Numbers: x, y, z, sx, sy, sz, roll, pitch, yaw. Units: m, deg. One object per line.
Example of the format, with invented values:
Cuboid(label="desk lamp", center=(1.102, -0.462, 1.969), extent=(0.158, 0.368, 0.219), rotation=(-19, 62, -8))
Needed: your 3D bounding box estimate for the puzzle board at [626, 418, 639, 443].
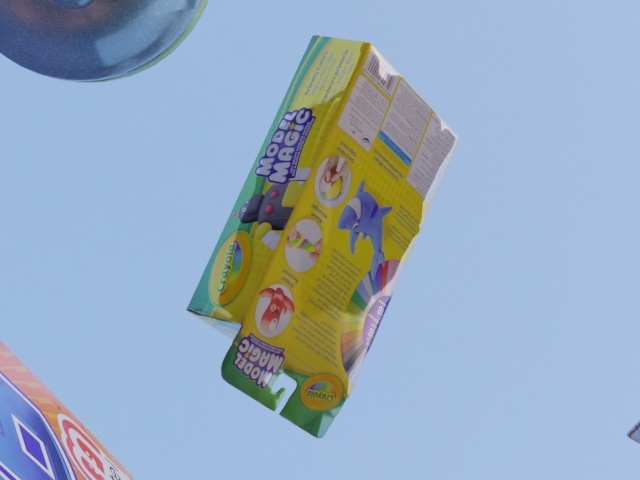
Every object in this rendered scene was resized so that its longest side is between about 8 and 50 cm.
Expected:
Cuboid(label="puzzle board", center=(0.319, 0.168, 1.237), extent=(0.128, 0.011, 0.096), rotation=(29, -35, 3))

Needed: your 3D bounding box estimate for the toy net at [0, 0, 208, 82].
Cuboid(label="toy net", center=(-0.093, -0.154, 0.379), extent=(0.122, 0.045, 0.232), rotation=(-3, -86, 2))

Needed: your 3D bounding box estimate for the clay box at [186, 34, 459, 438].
Cuboid(label="clay box", center=(0.000, 0.000, 0.966), extent=(0.127, 0.053, 0.222), rotation=(40, -109, -48))

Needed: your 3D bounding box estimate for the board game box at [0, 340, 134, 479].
Cuboid(label="board game box", center=(-0.273, 0.168, 0.495), extent=(0.356, 0.356, 0.356), rotation=(-38, -62, 2))
